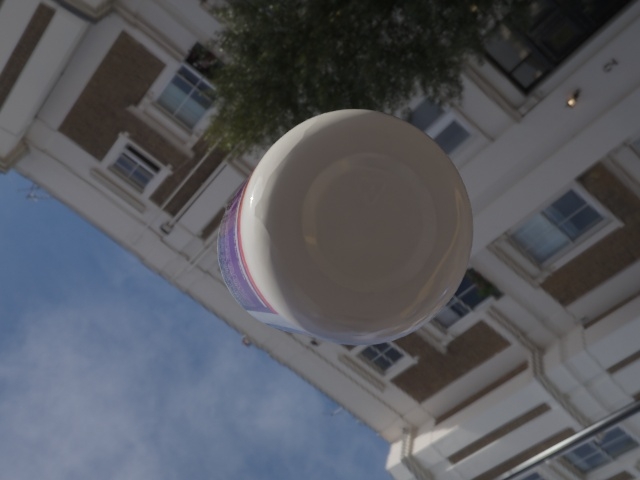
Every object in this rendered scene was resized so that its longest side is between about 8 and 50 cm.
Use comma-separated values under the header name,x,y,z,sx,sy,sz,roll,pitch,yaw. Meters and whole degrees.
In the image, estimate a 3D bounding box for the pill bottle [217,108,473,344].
name,x,y,z,sx,sy,sz,roll,pitch,yaw
pill bottle,0.000,0.000,0.673,0.181,0.181,0.323,43,168,-7
